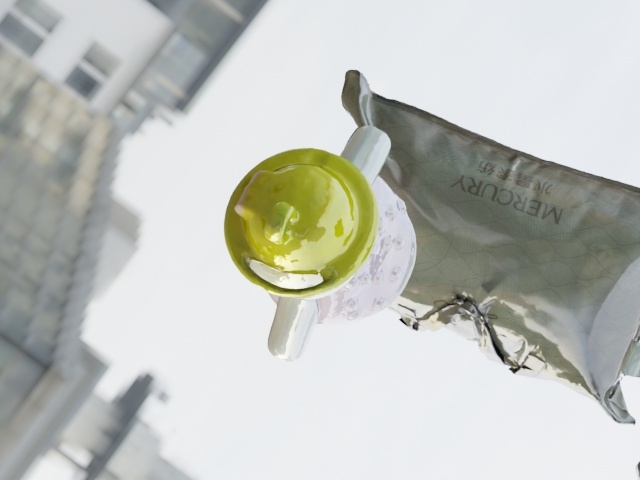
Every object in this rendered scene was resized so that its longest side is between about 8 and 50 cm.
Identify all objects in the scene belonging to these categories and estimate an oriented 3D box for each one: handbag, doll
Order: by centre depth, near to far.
[{"bbox_3d":[0.000,0.000,0.983,0.207,0.081,0.129,23,90,-79],"label":"doll"},{"bbox_3d":[0.114,0.014,1.323,0.117,0.270,0.182,-49,159,-75],"label":"handbag"}]

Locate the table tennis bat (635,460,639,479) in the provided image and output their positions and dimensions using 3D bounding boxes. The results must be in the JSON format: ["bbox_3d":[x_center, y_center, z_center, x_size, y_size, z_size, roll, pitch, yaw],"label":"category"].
[{"bbox_3d":[0.396,0.152,1.523,0.310,0.038,0.200,-12,165,-9],"label":"table tennis bat"}]
